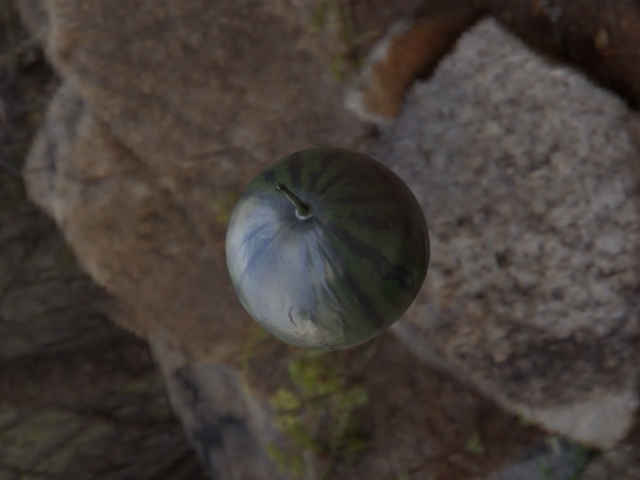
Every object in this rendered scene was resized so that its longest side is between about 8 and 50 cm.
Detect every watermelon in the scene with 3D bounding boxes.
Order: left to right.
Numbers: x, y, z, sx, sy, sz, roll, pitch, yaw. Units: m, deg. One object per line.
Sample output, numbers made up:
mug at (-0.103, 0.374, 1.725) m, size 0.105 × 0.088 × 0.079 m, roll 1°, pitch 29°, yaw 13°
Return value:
watermelon at (0.000, 0.000, 0.911) m, size 0.105 × 0.105 × 0.133 m, roll 62°, pitch -175°, yaw 24°
